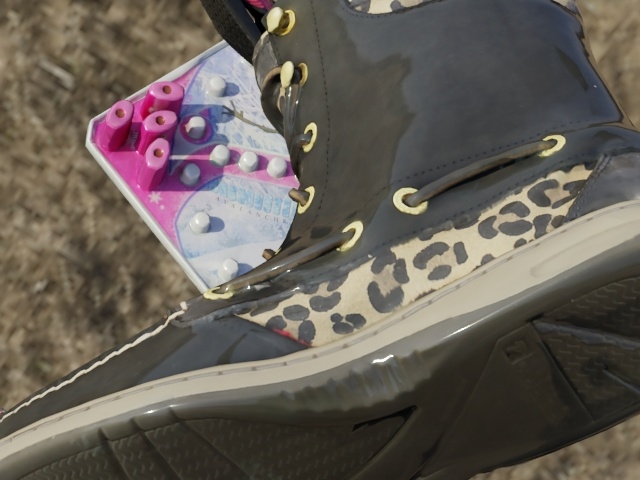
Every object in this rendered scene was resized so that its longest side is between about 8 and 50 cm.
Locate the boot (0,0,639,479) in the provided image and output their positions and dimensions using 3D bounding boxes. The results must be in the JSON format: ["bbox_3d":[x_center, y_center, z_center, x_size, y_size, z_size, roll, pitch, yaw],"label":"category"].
[{"bbox_3d":[0.000,0.000,0.881,0.138,0.377,0.284,55,17,-40],"label":"boot"}]

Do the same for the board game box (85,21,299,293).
[{"bbox_3d":[0.082,-0.040,1.358,0.390,0.050,0.390,-35,81,-27],"label":"board game box"}]

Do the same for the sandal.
[{"bbox_3d":[-0.060,-0.179,1.257,0.040,0.179,0.067,-46,50,-11],"label":"sandal"}]

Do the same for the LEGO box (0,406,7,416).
[{"bbox_3d":[-0.435,0.279,1.143,0.193,0.500,0.372,-3,94,-49],"label":"LEGO box"}]
